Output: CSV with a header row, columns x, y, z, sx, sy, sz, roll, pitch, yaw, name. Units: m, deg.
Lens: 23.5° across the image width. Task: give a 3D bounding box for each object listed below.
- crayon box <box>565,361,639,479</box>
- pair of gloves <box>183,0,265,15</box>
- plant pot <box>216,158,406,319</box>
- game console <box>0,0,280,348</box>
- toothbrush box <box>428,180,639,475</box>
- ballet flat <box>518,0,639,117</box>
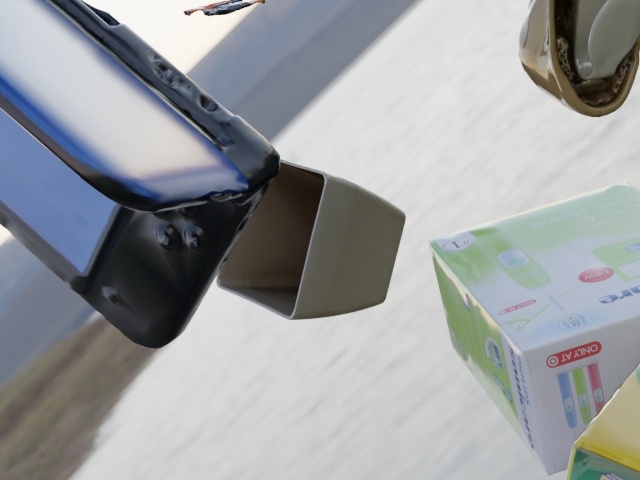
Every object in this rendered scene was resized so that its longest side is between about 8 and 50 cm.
x,y,z,sx,sy,sz,roll,pitch,yaw,name
0.248,0.244,1.099,0.313,0.106,0.363,-35,-42,-54,crayon box
-0.110,-0.266,1.763,0.074,0.010,0.083,-18,17,-25,pair of gloves
0.000,0.000,1.155,0.109,0.096,0.109,21,99,53,plant pot
-0.186,-0.069,0.772,0.173,0.293,0.250,-40,-12,-45,game console
0.237,0.065,1.344,0.206,0.122,0.283,-17,22,-6,toothbrush box
0.151,-0.168,0.783,0.080,0.232,0.073,-9,37,-11,ballet flat
